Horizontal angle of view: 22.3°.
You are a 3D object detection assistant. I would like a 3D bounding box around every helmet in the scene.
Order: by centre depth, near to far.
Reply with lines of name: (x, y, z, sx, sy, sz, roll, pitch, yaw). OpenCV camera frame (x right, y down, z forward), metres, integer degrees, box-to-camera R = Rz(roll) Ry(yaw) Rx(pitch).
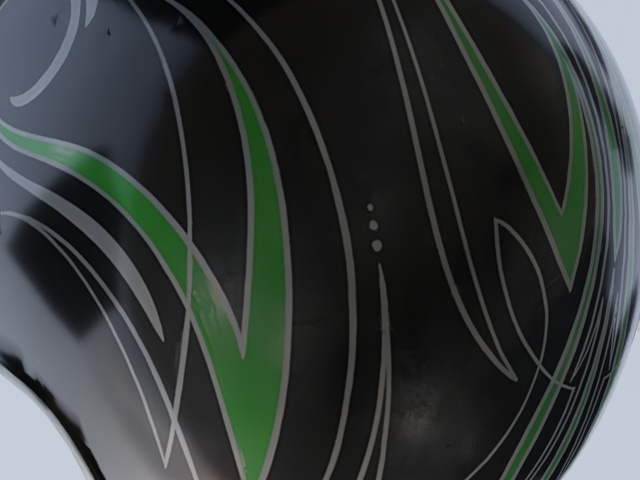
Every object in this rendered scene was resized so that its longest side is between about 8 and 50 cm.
helmet: (0.000, 0.000, 0.396, 0.169, 0.161, 0.169, -34, -30, -23)

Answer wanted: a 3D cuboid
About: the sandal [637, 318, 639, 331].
sandal: (0.110, 0.035, 0.816, 0.088, 0.240, 0.079, 39, -96, -35)
